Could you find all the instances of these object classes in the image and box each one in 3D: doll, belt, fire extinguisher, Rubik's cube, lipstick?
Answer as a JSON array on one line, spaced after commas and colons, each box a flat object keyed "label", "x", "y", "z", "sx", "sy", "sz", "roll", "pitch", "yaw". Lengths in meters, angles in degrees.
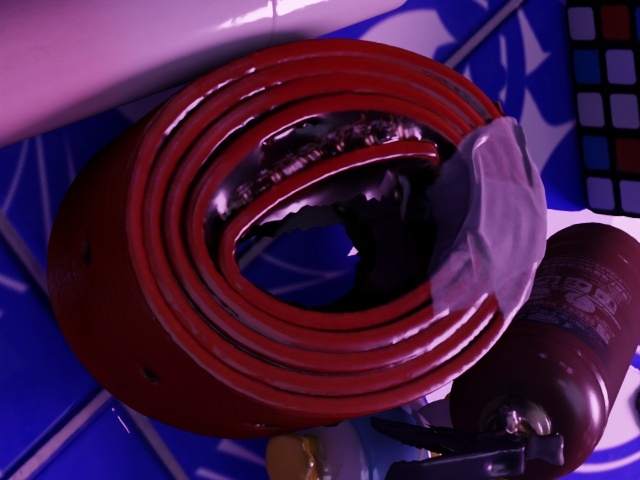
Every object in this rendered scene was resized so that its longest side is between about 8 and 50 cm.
[{"label": "doll", "x": 0.057, "y": 0.151, "z": 0.981, "sx": 0.241, "sy": 0.099, "sz": 0.135, "roll": -4, "pitch": 62, "yaw": -36}, {"label": "belt", "x": 0.000, "y": 0.000, "z": 0.869, "sx": 0.324, "sy": 0.115, "sz": 0.227, "roll": -14, "pitch": 85, "yaw": -36}, {"label": "fire extinguisher", "x": 0.135, "y": 0.086, "z": 0.958, "sx": 0.344, "sy": 0.138, "sz": 0.102, "roll": -41, "pitch": 134, "yaw": -60}, {"label": "Rubik's cube", "x": 0.322, "y": -0.120, "z": 1.108, "sx": 0.187, "sy": 0.184, "sz": 0.182, "roll": -18, "pitch": 108, "yaw": -33}, {"label": "lipstick", "x": -0.087, "y": -0.136, "z": 0.836, "sx": 0.327, "sy": 0.087, "sz": 0.087, "roll": -24, "pitch": 110, "yaw": -34}]

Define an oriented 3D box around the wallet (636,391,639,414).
[{"label": "wallet", "x": 0.394, "y": 0.109, "z": 1.293, "sx": 0.285, "sy": 0.030, "sz": 0.146, "roll": -42, "pitch": 114, "yaw": -25}]
